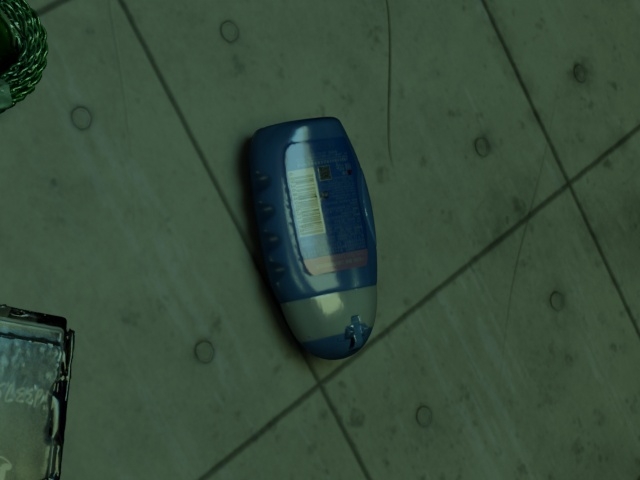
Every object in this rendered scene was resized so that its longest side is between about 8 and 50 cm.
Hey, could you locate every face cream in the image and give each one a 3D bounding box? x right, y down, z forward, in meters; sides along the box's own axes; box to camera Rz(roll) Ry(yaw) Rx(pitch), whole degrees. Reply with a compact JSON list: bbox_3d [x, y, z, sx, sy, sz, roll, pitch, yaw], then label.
[{"bbox_3d":[0.000,0.000,1.745,0.149,0.083,0.264,-9,88,-37],"label":"face cream"}]

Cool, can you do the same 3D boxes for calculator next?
[{"bbox_3d":[-0.317,0.192,1.497,0.166,0.028,0.274,14,72,-33],"label":"calculator"}]

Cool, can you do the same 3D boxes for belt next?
[{"bbox_3d":[-0.328,-0.175,1.516,0.151,0.079,0.121,-47,111,-33],"label":"belt"}]
